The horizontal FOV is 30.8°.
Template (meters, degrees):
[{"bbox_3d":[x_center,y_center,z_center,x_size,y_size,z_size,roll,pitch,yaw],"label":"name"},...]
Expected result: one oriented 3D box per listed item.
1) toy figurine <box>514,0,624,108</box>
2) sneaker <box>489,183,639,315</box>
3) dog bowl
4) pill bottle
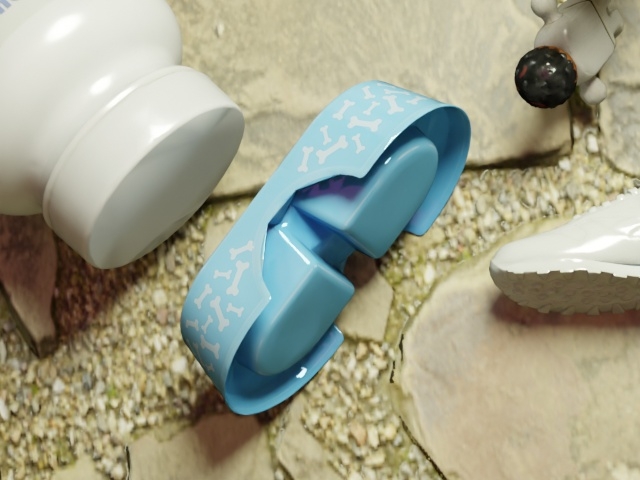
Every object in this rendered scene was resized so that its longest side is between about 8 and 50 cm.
[{"bbox_3d":[0.256,-0.161,0.858,0.210,0.213,0.148,29,50,14],"label":"toy figurine"},{"bbox_3d":[0.251,0.000,0.920,0.235,0.090,0.094,-5,68,7],"label":"sneaker"},{"bbox_3d":[0.000,0.000,0.927,0.074,0.166,0.297,37,90,25],"label":"dog bowl"},{"bbox_3d":[-0.267,-0.171,0.966,0.408,0.229,0.229,41,91,14],"label":"pill bottle"}]
